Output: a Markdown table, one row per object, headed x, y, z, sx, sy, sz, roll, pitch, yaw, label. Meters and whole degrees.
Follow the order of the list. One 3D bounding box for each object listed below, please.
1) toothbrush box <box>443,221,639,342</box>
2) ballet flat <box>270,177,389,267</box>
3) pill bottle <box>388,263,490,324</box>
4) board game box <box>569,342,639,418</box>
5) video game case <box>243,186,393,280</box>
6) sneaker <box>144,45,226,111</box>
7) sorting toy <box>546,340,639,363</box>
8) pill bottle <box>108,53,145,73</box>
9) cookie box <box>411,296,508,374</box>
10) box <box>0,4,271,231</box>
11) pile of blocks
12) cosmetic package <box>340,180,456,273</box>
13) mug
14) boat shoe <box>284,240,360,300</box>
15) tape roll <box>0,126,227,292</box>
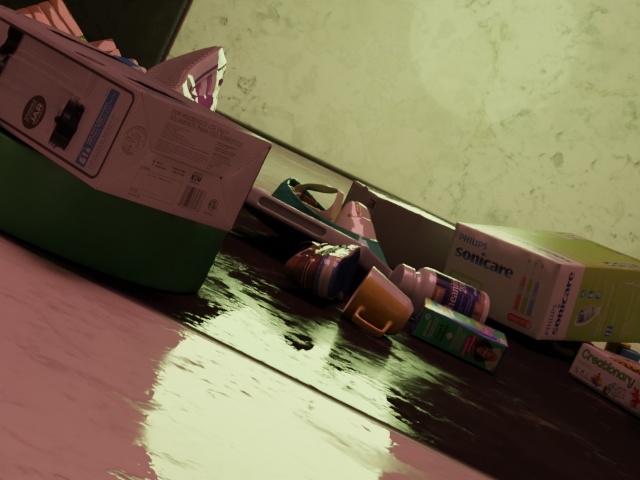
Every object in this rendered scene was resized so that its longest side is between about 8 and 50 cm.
| x | y | z | sx | sy | sz | roll | pitch | yaw | label |
| --- | --- | --- | --- | --- | --- | --- | --- | --- | --- |
| 0.350 | 0.064 | 2.405 | 0.283 | 0.122 | 0.206 | 6 | 13 | -45 | toothbrush box |
| 0.017 | -0.026 | 2.250 | 0.247 | 0.087 | 0.083 | 31 | 8 | 40 | ballet flat |
| 0.144 | 0.074 | 2.004 | 0.120 | 0.067 | 0.067 | 24 | 6 | -16 | pill bottle |
| 0.503 | 0.231 | 2.188 | 0.305 | 0.053 | 0.193 | 20 | 7 | -40 | board game box |
| 0.000 | 0.000 | 2.050 | 0.206 | 0.026 | 0.227 | 28 | -5 | 23 | video game case |
| -0.184 | -0.166 | 2.247 | 0.102 | 0.161 | 0.282 | -12 | 21 | 20 | sneaker |
| 0.425 | 0.166 | 2.457 | 0.196 | 0.047 | 0.347 | 25 | 6 | -5 | sorting toy |
| -0.304 | -0.201 | 2.274 | 0.124 | 0.124 | 0.221 | 26 | 5 | 4 | pill bottle |
| 0.162 | 0.110 | 1.890 | 0.107 | 0.040 | 0.092 | 25 | 7 | 1 | cookie box |
| -0.202 | -0.117 | 1.405 | 0.290 | 0.087 | 0.169 | 30 | 8 | 41 | box |
| -0.359 | -0.238 | 2.594 | 0.362 | 0.149 | 0.112 | 35 | -36 | 5 | pile of blocks |
| 0.148 | 0.003 | 2.489 | 0.238 | 0.107 | 0.127 | 20 | 7 | -19 | cosmetic package |
| 0.062 | 0.077 | 1.761 | 0.064 | 0.078 | 0.062 | 34 | -27 | -1 | mug |
| 0.001 | 0.028 | 1.827 | 0.066 | 0.066 | 0.183 | 18 | 1 | 9 | boat shoe |
| -0.241 | -0.054 | 1.491 | 0.321 | 0.077 | 0.321 | 25 | 7 | -3 | tape roll |
